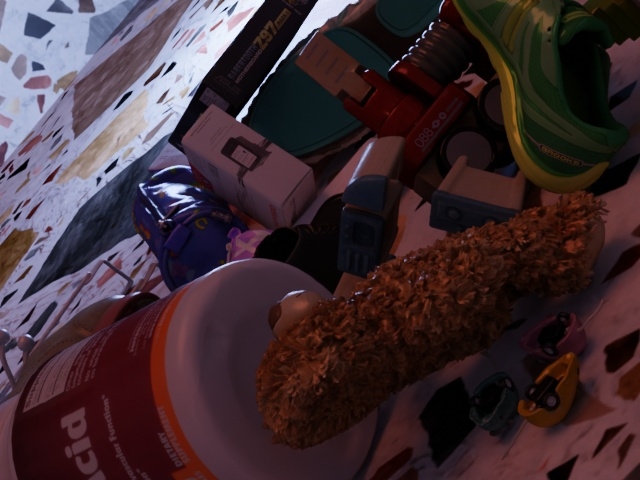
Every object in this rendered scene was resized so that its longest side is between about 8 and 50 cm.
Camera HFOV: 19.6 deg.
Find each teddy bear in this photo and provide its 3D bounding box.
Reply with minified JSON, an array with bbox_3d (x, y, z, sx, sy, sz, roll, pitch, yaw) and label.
[{"bbox_3d":[0.086,0.045,1.537,0.338,0.113,0.245,-27,7,0],"label":"teddy bear"}]

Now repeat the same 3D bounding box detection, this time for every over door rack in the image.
[{"bbox_3d":[-0.351,0.127,2.388,0.324,0.108,0.239,-44,18,-18],"label":"over door rack"}]

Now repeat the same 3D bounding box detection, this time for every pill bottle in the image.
[{"bbox_3d":[-0.151,0.180,1.726,0.392,0.224,0.224,-28,26,44],"label":"pill bottle"}]

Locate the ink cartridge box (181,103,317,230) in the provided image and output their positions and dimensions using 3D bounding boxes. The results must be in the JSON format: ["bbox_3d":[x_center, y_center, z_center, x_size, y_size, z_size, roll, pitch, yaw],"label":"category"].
[{"bbox_3d":[-0.079,-0.076,2.154,0.063,0.150,0.109,-51,-18,-16],"label":"ink cartridge box"}]

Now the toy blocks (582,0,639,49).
[{"bbox_3d":[0.401,-0.279,1.585,0.381,0.191,0.261,-45,30,9],"label":"toy blocks"}]

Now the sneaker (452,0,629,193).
[{"bbox_3d":[0.206,-0.191,1.682,0.109,0.295,0.123,-9,-17,-43],"label":"sneaker"}]

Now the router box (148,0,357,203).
[{"bbox_3d":[-0.056,-0.187,2.477,0.301,0.082,0.335,-53,20,-17],"label":"router box"}]

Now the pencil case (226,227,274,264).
[{"bbox_3d":[-0.075,0.080,1.919,0.086,0.088,0.206,-45,26,49],"label":"pencil case"}]

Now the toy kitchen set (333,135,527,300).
[{"bbox_3d":[0.095,0.028,1.731,0.207,0.166,0.122,93,-163,-46],"label":"toy kitchen set"}]

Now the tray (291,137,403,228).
[{"bbox_3d":[0.002,-0.002,2.062,0.270,0.030,0.145,-49,20,-6],"label":"tray"}]

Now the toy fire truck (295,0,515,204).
[{"bbox_3d":[0.104,-0.170,1.833,0.217,0.246,0.158,-52,-8,-12],"label":"toy fire truck"}]

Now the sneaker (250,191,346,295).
[{"bbox_3d":[0.000,0.000,1.895,0.083,0.118,0.222,-18,36,25],"label":"sneaker"}]

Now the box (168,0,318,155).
[{"bbox_3d":[-0.099,-0.209,2.303,0.183,0.059,0.233,-54,4,-21],"label":"box"}]

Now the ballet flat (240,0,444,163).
[{"bbox_3d":[0.080,-0.237,2.267,0.409,0.147,0.147,-44,19,-1],"label":"ballet flat"}]

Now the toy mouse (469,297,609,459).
[{"bbox_3d":[0.168,0.109,1.476,0.161,0.031,0.143,-51,19,-12],"label":"toy mouse"}]

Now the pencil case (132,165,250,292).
[{"bbox_3d":[-0.159,-0.010,2.268,0.119,0.133,0.306,-49,18,2],"label":"pencil case"}]

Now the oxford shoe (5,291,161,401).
[{"bbox_3d":[-0.312,0.197,2.171,0.130,0.123,0.348,-2,36,45],"label":"oxford shoe"}]
